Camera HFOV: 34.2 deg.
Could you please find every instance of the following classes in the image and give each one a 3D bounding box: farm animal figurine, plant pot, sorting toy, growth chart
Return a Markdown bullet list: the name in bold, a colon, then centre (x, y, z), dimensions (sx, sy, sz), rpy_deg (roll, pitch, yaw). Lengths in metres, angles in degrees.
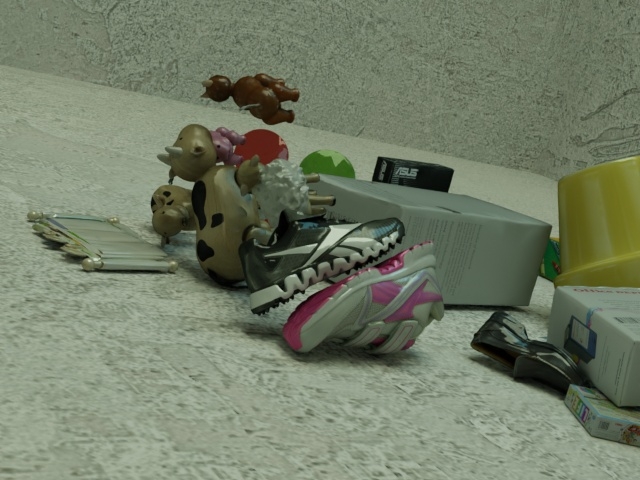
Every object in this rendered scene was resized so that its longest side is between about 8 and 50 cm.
- **farm animal figurine**: centre (-0.150, -0.068, 1.466), dimensions (0.172, 0.330, 0.327), rpy_deg (0, 52, -31)
- **plant pot**: centre (0.492, -0.002, 1.687), dimensions (0.254, 0.239, 0.254), rpy_deg (-11, -7, -2)
- **sorting toy**: centre (-0.016, -0.128, 2.295), dimensions (0.365, 0.127, 0.126), rpy_deg (18, -18, 0)
- **growth chart**: centre (-0.305, -0.002, 1.422), dimensions (0.172, 0.021, 0.237), rpy_deg (6, 15, -38)

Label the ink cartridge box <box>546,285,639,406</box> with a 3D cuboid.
- **ink cartridge box**: centre (0.409, 0.133, 1.343), dimensions (0.154, 0.093, 0.212), rpy_deg (3, 17, -15)

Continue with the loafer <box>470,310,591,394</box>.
- **loafer**: centre (0.271, 0.161, 1.350), dimensions (0.061, 0.062, 0.170), rpy_deg (-37, 48, -24)

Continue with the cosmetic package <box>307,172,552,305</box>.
- **cosmetic package**: centre (0.170, 0.003, 1.684), dimensions (0.385, 0.156, 0.217), rpy_deg (2, 15, -45)

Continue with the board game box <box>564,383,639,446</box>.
- **board game box**: centre (0.384, 0.219, 1.254), dimensions (0.154, 0.026, 0.103), rpy_deg (14, 12, -7)

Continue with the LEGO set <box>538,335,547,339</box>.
- **LEGO set**: centre (0.424, 0.177, 1.525), dimensions (0.182, 0.060, 0.244), rpy_deg (9, 3, 42)

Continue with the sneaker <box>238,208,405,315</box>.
- **sneaker**: centre (0.000, 0.000, 1.273), dimensions (0.234, 0.106, 0.078), rpy_deg (-24, -2, -26)

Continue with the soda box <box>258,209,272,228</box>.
- **soda box**: centre (0.011, -0.032, 1.803), dimensions (0.098, 0.091, 0.286), rpy_deg (25, 15, 36)

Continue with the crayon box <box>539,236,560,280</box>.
- **crayon box**: centre (0.597, 0.067, 2.128), dimensions (0.278, 0.081, 0.165), rpy_deg (7, 14, -36)

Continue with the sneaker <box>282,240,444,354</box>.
- **sneaker**: centre (0.068, 0.089, 1.258), dimensions (0.252, 0.111, 0.103), rpy_deg (-23, -4, -36)

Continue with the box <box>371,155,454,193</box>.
- **box**: centre (0.148, -0.051, 1.839), dimensions (0.045, 0.184, 0.190), rpy_deg (26, 14, 38)
